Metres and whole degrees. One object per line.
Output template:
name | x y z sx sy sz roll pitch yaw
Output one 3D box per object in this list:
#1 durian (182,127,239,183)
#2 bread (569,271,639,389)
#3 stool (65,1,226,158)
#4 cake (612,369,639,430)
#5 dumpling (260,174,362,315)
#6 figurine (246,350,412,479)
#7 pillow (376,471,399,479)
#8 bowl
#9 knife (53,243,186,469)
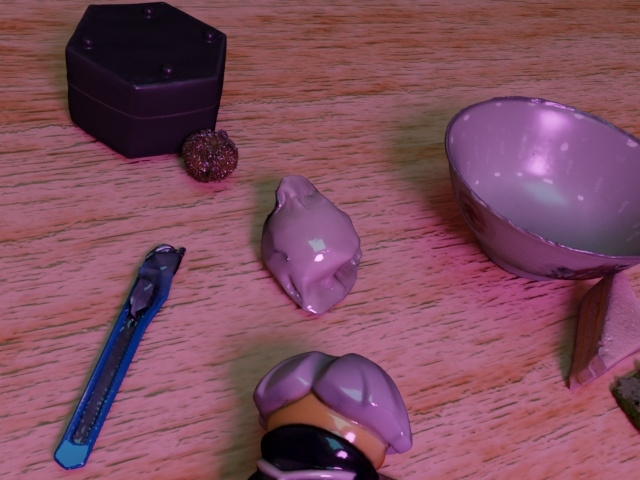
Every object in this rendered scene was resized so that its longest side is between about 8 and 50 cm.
durian | -0.153 -0.114 0.856 0.080 0.080 0.091 9 41 -9
bread | 0.358 0.113 0.804 0.152 0.077 0.105 -17 60 -33
stool | -0.247 -0.236 0.891 0.232 0.141 0.232 8 47 -9
cake | 0.458 0.258 0.739 0.100 0.099 0.235 -16 35 -27
dumpling | -0.001 -0.001 0.798 0.150 0.092 0.176 -1 43 -35
figurine | 0.004 0.211 0.555 0.176 0.133 0.236 -2 47 25
pillow | 0.082 0.337 0.544 0.135 0.049 0.248 19 43 -1
bowl | 0.317 -0.046 0.872 0.337 0.157 0.337 6 44 -6
knife | -0.210 0.107 0.676 0.044 0.026 0.296 23 45 -12
